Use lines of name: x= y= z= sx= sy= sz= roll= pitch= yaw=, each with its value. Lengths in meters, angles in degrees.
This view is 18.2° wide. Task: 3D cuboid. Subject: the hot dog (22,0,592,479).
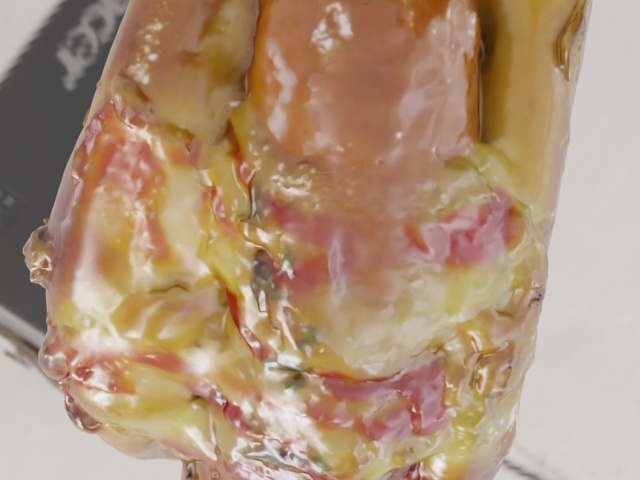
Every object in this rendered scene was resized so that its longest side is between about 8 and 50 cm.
hot dog: x=0.000 y=0.000 z=0.612 sx=0.150 sy=0.257 sz=0.153 roll=16 pitch=-144 yaw=11
